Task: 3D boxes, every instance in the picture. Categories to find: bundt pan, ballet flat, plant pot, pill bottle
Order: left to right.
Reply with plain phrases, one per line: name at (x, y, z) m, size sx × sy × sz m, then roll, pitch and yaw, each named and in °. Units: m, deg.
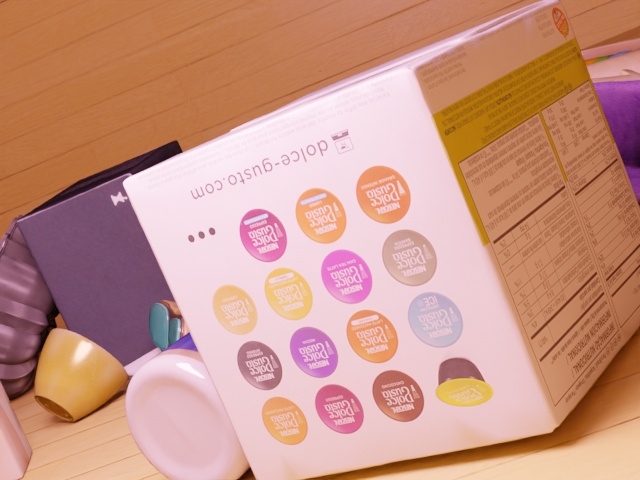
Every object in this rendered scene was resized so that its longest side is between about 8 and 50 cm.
bundt pan at (-0.519, 0.129, 2.196) m, size 0.124 × 0.330 × 0.331 m, roll 19°, pitch 8°, yaw -5°
plant pot at (-0.362, 0.206, 1.849) m, size 0.134 × 0.134 × 0.095 m, roll -11°, pitch 41°, yaw 52°
ballet flat at (-0.195, 0.133, 1.847) m, size 0.073 × 0.080 × 0.232 m, roll 3°, pitch 4°, yaw -19°
pill bottle at (-0.077, 0.145, 1.385) m, size 0.153 × 0.153 × 0.265 m, roll -16°, pitch 11°, yaw 35°

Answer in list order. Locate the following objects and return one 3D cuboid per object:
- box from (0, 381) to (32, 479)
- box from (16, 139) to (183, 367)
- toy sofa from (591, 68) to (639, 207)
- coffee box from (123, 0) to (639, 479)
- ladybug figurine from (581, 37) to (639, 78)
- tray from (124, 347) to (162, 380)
box at (-0.514, 0.187, 1.687) m, size 0.148 × 0.311 × 0.121 m, roll -24°, pitch 10°, yaw -3°
box at (-0.315, 0.021, 2.189) m, size 0.212 × 0.293 × 0.395 m, roll -22°, pitch 9°, yaw 8°
toy sofa at (0.279, -0.114, 1.589) m, size 0.363 × 0.150 × 0.177 m, roll -7°, pitch 22°, yaw -18°
coffee box at (0.089, 0.000, 1.247) m, size 0.338 × 0.334 × 0.338 m, roll -17°, pitch 9°, yaw 35°
ladybug figurine at (0.468, -0.226, 2.078) m, size 0.305 × 0.161 × 0.449 m, roll -23°, pitch 11°, yaw -29°
tray at (-0.182, 0.172, 1.848) m, size 0.145 × 0.030 × 0.270 m, roll -31°, pitch 12°, yaw -35°
